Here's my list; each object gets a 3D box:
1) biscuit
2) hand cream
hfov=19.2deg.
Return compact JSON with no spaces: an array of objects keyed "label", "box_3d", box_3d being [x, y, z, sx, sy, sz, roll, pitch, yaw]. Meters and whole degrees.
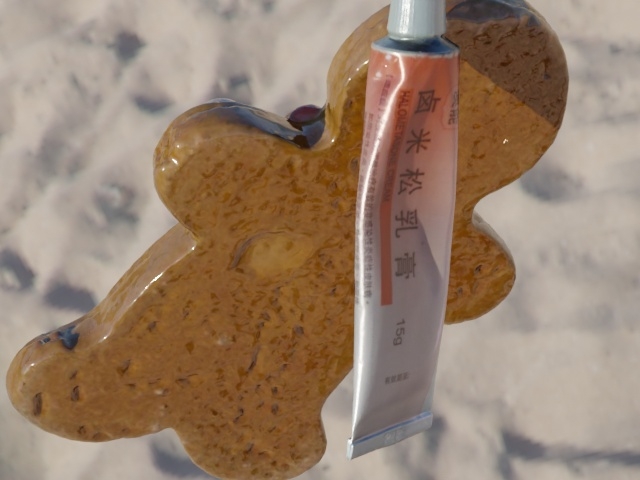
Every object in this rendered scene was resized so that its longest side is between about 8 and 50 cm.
[{"label":"biscuit","box_3d":[-0.001,-0.002,0.930,0.324,0.205,0.049,-51,34,30]},{"label":"hand cream","box_3d":[0.035,-0.011,0.827,0.052,0.216,0.038,-4,15,-20]}]
